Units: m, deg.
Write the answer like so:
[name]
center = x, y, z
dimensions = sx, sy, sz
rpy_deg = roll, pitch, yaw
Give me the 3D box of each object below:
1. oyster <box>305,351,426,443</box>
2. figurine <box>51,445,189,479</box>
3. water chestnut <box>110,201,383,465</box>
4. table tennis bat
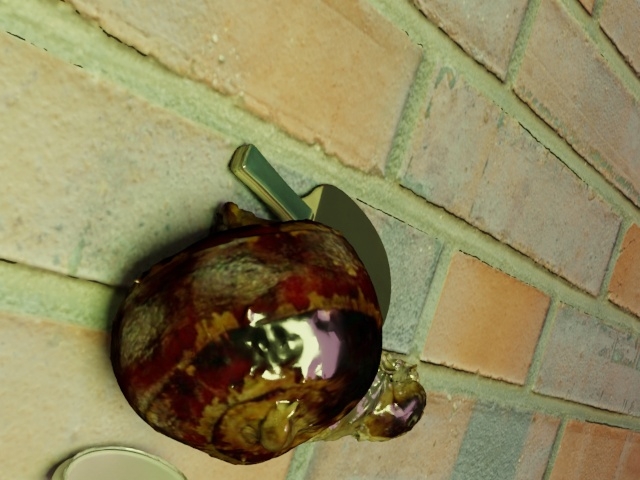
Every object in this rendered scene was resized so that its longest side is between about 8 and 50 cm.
[oyster]
center = 0.036, 0.163, 0.876
dimensions = 0.233, 0.107, 0.161
rpy_deg = 21, 94, -47
[figurine]
center = -0.181, 0.270, 0.662
dimensions = 0.132, 0.132, 0.153
rpy_deg = 6, 111, -49
[water chestnut]
center = -0.063, 0.072, 0.676
dimensions = 0.224, 0.238, 0.223
rpy_deg = -22, 154, -12
[table tennis bat]
center = 0.000, 0.000, 0.811
dimensions = 0.274, 0.021, 0.154
rpy_deg = 46, 46, -38
